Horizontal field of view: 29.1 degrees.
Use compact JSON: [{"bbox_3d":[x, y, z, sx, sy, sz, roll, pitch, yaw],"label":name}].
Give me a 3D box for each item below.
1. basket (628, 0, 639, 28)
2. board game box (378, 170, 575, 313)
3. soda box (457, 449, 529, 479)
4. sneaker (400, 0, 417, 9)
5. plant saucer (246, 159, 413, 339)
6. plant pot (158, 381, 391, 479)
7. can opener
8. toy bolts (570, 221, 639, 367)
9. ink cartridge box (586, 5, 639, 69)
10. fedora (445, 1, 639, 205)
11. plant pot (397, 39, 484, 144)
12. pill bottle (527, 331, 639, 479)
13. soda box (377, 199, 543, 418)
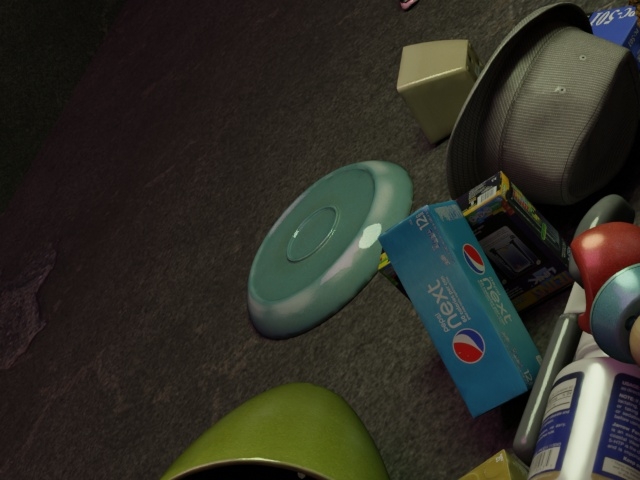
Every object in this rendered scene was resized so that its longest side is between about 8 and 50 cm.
[{"bbox_3d":[0.463,-0.325,1.282,0.299,0.223,0.213,-30,40,10],"label":"basket"},{"bbox_3d":[0.172,0.023,1.341,0.170,0.141,0.048,-33,26,30],"label":"board game box"},{"bbox_3d":[0.169,0.275,1.088,0.061,0.058,0.181,-38,26,21],"label":"soda box"},{"bbox_3d":[0.143,-0.453,2.171,0.047,0.057,0.119,-41,25,21],"label":"sneaker"},{"bbox_3d":[0.000,0.000,1.773,0.317,0.044,0.317,-37,27,22],"label":"plant saucer"},{"bbox_3d":[-0.034,0.268,1.238,0.275,0.275,0.293,-40,10,18],"label":"plant pot"},{"bbox_3d":[0.249,0.088,1.201,0.074,0.093,0.280,-13,47,50],"label":"can opener"},{"bbox_3d":[0.318,0.019,0.968,0.228,0.218,0.158,-18,23,-2],"label":"toy bolts"},{"bbox_3d":[0.333,-0.241,1.575,0.097,0.046,0.207,-57,27,-15],"label":"ink cartridge box"},{"bbox_3d":[0.268,-0.127,1.370,0.124,0.243,0.275,22,60,34],"label":"fedora"},{"bbox_3d":[0.179,-0.220,1.734,0.096,0.109,0.109,-20,36,26],"label":"plant pot"},{"bbox_3d":[0.247,0.165,1.058,0.112,0.112,0.186,-20,37,46],"label":"pill bottle"},{"bbox_3d":[0.146,0.067,1.254,0.071,0.210,0.067,-34,-12,31],"label":"soda box"}]
